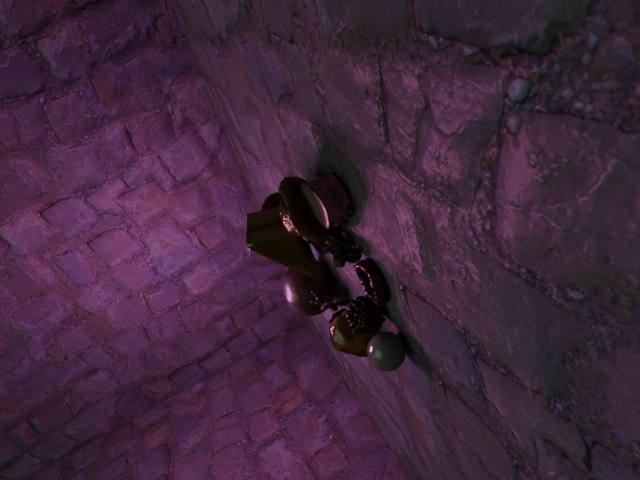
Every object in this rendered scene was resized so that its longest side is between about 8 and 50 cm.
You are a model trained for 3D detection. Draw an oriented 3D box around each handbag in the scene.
[{"bbox_3d":[0.025,-0.142,1.408,0.205,0.117,0.179,47,160,48],"label":"handbag"}]

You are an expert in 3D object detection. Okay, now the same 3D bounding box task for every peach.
[{"bbox_3d":[0.155,0.444,1.882,0.235,0.214,0.214,50,163,22],"label":"peach"}]

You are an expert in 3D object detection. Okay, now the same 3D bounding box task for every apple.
[{"bbox_3d":[-0.200,-0.139,2.064,0.218,0.219,0.201,61,163,9],"label":"apple"}]

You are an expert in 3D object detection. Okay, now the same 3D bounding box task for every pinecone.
[{"bbox_3d":[0.182,0.292,1.612,0.173,0.174,0.173,57,166,23],"label":"pinecone"}]

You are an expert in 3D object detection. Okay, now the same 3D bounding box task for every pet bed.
[{"bbox_3d":[0.192,0.158,1.507,0.201,0.054,0.201,61,172,14],"label":"pet bed"}]

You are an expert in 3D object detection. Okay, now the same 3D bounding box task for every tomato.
[{"bbox_3d":[-0.063,0.262,2.232,0.317,0.283,0.316,166,90,-80],"label":"tomato"}]

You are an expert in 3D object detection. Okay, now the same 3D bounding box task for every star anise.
[{"bbox_3d":[0.051,0.317,2.058,0.063,0.208,0.171,-92,1,-46],"label":"star anise"}]

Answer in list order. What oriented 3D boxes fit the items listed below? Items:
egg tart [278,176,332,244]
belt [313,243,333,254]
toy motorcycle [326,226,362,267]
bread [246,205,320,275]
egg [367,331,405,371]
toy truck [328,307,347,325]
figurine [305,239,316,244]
[{"bbox_3d":[-0.071,-0.108,1.541,0.295,0.116,0.294,38,-144,-35],"label":"egg tart"},{"bbox_3d":[-0.002,0.001,1.876,0.147,0.082,0.163,53,166,21],"label":"belt"},{"bbox_3d":[0.069,0.030,1.574,0.212,0.118,0.084,51,177,43],"label":"toy motorcycle"},{"bbox_3d":[-0.166,0.037,1.897,0.233,0.245,0.361,-97,-12,-45],"label":"bread"},{"bbox_3d":[0.259,0.436,1.576,0.149,0.150,0.192,56,158,27],"label":"egg"},{"bbox_3d":[0.156,0.477,2.124,0.224,0.148,0.165,61,-171,22],"label":"toy truck"},{"bbox_3d":[-0.037,-0.076,1.747,0.222,0.146,0.145,57,166,30],"label":"figurine"}]
